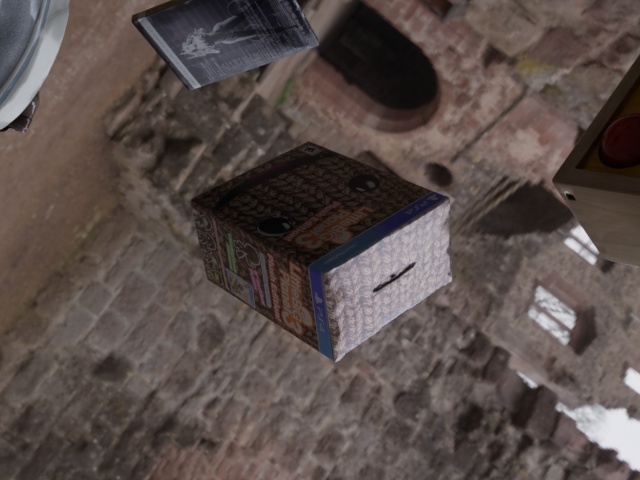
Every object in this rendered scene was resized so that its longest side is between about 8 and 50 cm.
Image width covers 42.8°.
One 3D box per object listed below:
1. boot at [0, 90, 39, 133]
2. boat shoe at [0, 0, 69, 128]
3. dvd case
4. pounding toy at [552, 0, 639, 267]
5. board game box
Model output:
[{"bbox_3d":[-0.351,-0.158,0.856,0.042,0.118,0.087,13,86,-78],"label":"boot"},{"bbox_3d":[-0.164,-0.164,0.386,0.081,0.079,0.228,-9,120,-63],"label":"boat shoe"},{"bbox_3d":[-0.134,-0.303,1.179,0.221,0.164,0.018,-16,-122,16],"label":"dvd case"},{"bbox_3d":[0.201,-0.065,0.432,0.141,0.100,0.130,-53,-146,-14],"label":"pounding toy"},{"bbox_3d":[0.000,0.000,1.153,0.232,0.291,0.141,-31,129,-31],"label":"board game box"}]
